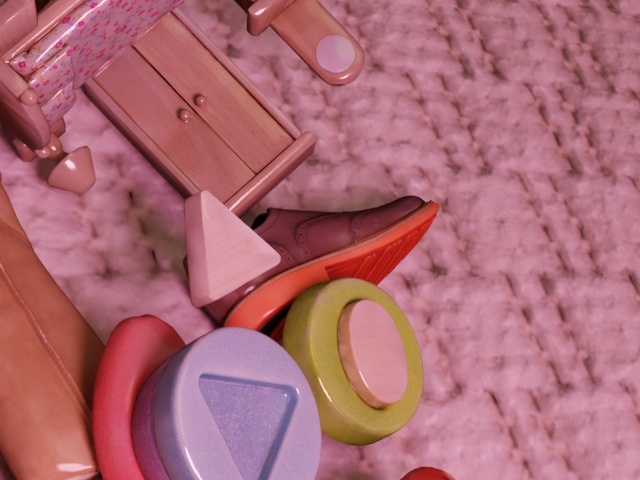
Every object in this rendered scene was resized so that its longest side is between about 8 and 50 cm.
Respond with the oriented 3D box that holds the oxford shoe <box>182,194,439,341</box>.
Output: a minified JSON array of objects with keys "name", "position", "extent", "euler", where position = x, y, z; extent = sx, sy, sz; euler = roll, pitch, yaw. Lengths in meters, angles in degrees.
[{"name":"oxford shoe","position":[0.000,0.000,1.400],"extent":[0.098,0.097,0.271],"euler":[47,39,16]}]

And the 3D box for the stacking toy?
[{"name":"stacking toy","position":[0.007,0.111,1.188],"extent":[0.309,0.130,0.279],"euler":[34,51,-32]}]

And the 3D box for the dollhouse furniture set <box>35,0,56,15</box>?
[{"name":"dollhouse furniture set","position":[-0.266,-0.276,1.246],"extent":[0.256,0.362,0.394],"euler":[47,12,5]}]

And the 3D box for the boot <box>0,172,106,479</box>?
[{"name":"boot","position":[-0.247,0.064,1.146],"extent":[0.236,0.089,0.269],"euler":[-17,68,-46]}]

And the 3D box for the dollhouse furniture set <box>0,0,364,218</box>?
[{"name":"dollhouse furniture set","position":[-0.082,-0.147,1.253],"extent":[0.303,0.355,0.174],"euler":[-43,83,-12]}]
